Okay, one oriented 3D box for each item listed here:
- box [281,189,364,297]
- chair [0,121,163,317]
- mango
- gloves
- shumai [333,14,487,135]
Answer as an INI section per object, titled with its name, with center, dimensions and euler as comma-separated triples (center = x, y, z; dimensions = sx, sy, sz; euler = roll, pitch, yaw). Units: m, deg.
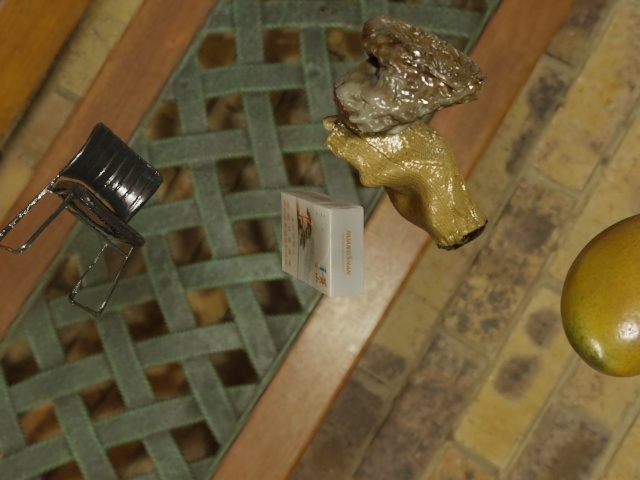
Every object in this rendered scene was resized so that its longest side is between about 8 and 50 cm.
[box]
center = 0.000, 0.000, 1.638
dimensions = 0.067, 0.233, 0.149
euler = -8, 102, -21
[chair]
center = -0.292, -0.036, 1.253
dimensions = 0.140, 0.145, 0.221
euler = 44, 72, -27
[mango]
center = 0.524, 0.085, 1.482
dimensions = 0.378, 0.263, 0.221
euler = -19, 162, -29
[gloves]
center = 0.154, -0.135, 1.700
dimensions = 0.155, 0.356, 0.203
euler = -48, -168, 7
[shumai]
center = 0.137, -0.237, 1.545
dimensions = 0.185, 0.218, 0.184
euler = -65, 173, 28
